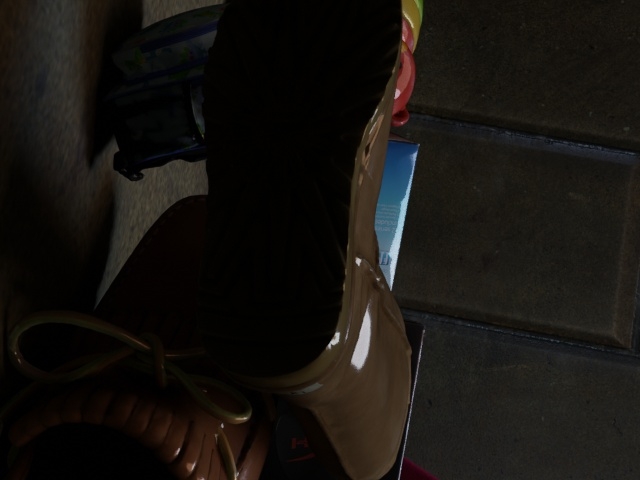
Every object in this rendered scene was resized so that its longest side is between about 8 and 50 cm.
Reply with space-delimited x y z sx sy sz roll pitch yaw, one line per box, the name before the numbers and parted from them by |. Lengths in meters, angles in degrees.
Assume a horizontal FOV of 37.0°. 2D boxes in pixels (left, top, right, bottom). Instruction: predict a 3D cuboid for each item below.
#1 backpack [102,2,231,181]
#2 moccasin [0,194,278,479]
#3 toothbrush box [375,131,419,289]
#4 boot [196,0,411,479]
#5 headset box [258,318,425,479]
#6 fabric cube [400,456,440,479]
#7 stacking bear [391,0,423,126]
backpack | -0.063 -0.095 0.569 0.105 0.114 0.084 -68 148 -65
moccasin | -0.105 0.117 0.497 0.147 0.139 0.380 109 5 -51
toothbrush box | 0.000 0.000 1.170 0.216 0.126 0.295 -141 -121 -67
boot | 0.007 0.003 0.538 0.269 0.089 0.236 60 39 -67
headset box | -0.046 0.165 0.748 0.110 0.218 0.293 92 8 -72
fabric cube | -0.007 0.318 0.891 0.254 0.258 0.259 -54 166 -18
stacking bear | 0.050 -0.255 1.120 0.164 0.175 0.289 -48 -148 45
